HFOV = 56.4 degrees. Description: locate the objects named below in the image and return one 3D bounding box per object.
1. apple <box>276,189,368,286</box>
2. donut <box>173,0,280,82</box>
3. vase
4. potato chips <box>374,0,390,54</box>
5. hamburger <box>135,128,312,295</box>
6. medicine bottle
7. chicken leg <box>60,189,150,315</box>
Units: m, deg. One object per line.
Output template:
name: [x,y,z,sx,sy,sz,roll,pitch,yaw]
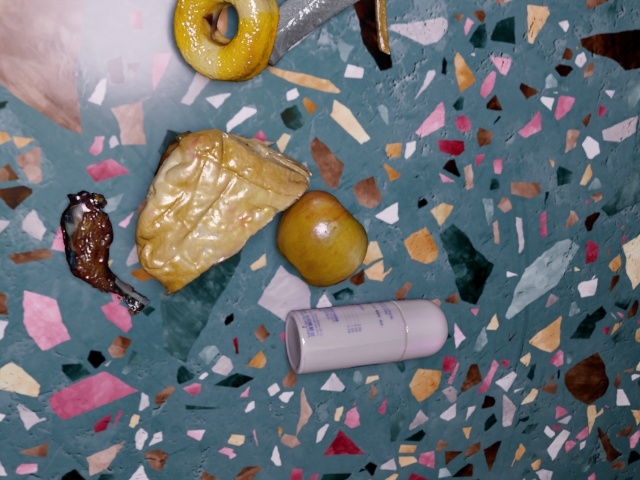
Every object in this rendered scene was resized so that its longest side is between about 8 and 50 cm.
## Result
apple: [0.000,0.000,1.122,0.155,0.182,0.182,-43,115,6]
donut: [-0.156,-0.343,0.960,0.174,0.075,0.190,39,121,-5]
vase: [-0.025,-0.398,1.034,0.219,0.096,0.096,-40,115,-1]
potato chips: [0.110,-0.448,1.097,0.026,0.037,0.204,-9,115,-6]
hamburger: [-0.196,-0.087,1.031,0.329,0.162,0.209,-38,112,-3]
medicine bottle: [0.105,0.193,1.242,0.340,0.130,0.131,-4,108,-19]
chicken leg: [-0.391,0.032,1.062,0.105,0.051,0.254,-26,116,-16]
